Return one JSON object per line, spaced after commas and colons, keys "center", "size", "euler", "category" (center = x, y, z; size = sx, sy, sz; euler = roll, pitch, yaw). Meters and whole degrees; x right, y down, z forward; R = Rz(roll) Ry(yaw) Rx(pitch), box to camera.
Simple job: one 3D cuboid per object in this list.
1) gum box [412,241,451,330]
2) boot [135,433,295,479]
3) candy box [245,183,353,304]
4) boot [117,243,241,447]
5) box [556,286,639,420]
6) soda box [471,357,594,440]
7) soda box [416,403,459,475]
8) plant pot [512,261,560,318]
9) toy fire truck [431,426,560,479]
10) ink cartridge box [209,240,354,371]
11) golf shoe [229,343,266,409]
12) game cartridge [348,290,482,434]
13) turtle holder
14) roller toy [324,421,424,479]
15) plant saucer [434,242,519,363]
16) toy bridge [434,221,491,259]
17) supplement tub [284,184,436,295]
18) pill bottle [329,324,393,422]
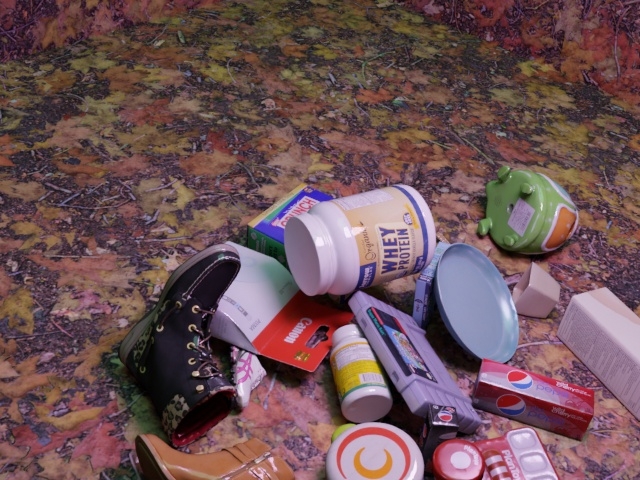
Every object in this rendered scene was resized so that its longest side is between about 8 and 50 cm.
{"center": [0.288, 0.117, 2.089], "size": [0.041, 0.157, 0.184], "euler": [15, 37, 19], "category": "gum box"}
{"center": [-0.207, 0.440, 1.596], "size": [0.283, 0.109, 0.220], "euler": [35, 45, 26], "category": "boot"}
{"center": [0.000, 0.000, 2.210], "size": [0.317, 0.122, 0.268], "euler": [25, 42, 22], "category": "candy box"}
{"center": [-0.256, 0.221, 1.713], "size": [0.138, 0.377, 0.284], "euler": [28, 20, -50], "category": "boot"}
{"center": [0.742, 0.273, 1.997], "size": [0.121, 0.148, 0.311], "euler": [-11, 43, -26], "category": "box"}
{"center": [0.486, 0.363, 1.865], "size": [0.263, 0.092, 0.083], "euler": [16, 36, 9], "category": "soda box"}
{"center": [0.238, 0.415, 1.678], "size": [0.060, 0.169, 0.053], "euler": [6, 38, -4], "category": "soda box"}
{"center": [0.579, 0.144, 2.171], "size": [0.096, 0.109, 0.109], "euler": [26, 38, 1], "category": "plant pot"}
{"center": [0.356, 0.505, 1.554], "size": [0.253, 0.169, 0.302], "euler": [-11, 41, -8], "category": "toy fire truck"}
{"center": [-0.134, 0.150, 1.967], "size": [0.384, 0.091, 0.308], "euler": [18, 27, 15], "category": "ink cartridge box"}
{"center": [-0.163, 0.302, 1.824], "size": [0.085, 0.068, 0.186], "euler": [5, 37, -8], "category": "golf shoe"}
{"center": [0.211, 0.272, 1.857], "size": [0.230, 0.068, 0.355], "euler": [34, 17, -42], "category": "game cartridge"}
{"center": [0.605, -0.078, 2.392], "size": [0.227, 0.243, 0.320], "euler": [10, -6, -24], "category": "turtle holder"}
{"center": [0.105, 0.473, 1.593], "size": [0.191, 0.146, 0.209], "euler": [5, 42, 9], "category": "roller toy"}
{"center": [0.383, 0.159, 2.025], "size": [0.317, 0.043, 0.318], "euler": [25, 52, -35], "category": "plant saucer"}
{"center": [0.402, 0.012, 2.329], "size": [0.188, 0.063, 0.026], "euler": [28, 41, 25], "category": "toy bridge"}
{"center": [0.093, 0.002, 1.955], "size": [0.316, 0.228, 0.228], "euler": [-15, 43, -24], "category": "supplement tub"}
{"center": [0.085, 0.295, 1.834], "size": [0.117, 0.118, 0.208], "euler": [-1, 43, -14], "category": "pill bottle"}
